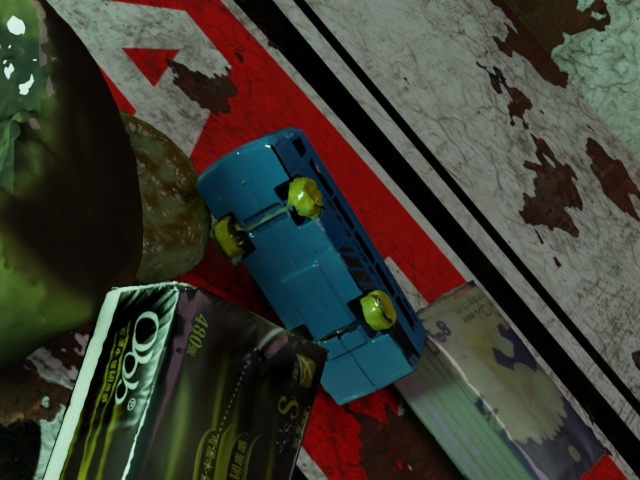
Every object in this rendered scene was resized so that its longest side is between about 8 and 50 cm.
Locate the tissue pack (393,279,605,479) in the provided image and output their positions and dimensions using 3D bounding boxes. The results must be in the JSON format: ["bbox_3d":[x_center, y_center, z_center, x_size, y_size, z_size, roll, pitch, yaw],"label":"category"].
[{"bbox_3d":[0.251,0.238,2.310,0.343,0.125,0.242,53,30,7],"label":"tissue pack"}]

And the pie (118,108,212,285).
[{"bbox_3d":[-0.263,-0.068,2.043,0.302,0.067,0.302,32,34,-25],"label":"pie"}]

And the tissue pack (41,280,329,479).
[{"bbox_3d":[-0.164,0.247,1.570,0.210,0.198,0.370,30,68,-37],"label":"tissue pack"}]

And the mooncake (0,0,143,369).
[{"bbox_3d":[-0.379,-0.059,1.688,0.393,0.246,0.394,66,24,3],"label":"mooncake"}]

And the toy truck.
[{"bbox_3d":[-0.011,0.030,2.122,0.385,0.161,0.162,57,22,-12],"label":"toy truck"}]
